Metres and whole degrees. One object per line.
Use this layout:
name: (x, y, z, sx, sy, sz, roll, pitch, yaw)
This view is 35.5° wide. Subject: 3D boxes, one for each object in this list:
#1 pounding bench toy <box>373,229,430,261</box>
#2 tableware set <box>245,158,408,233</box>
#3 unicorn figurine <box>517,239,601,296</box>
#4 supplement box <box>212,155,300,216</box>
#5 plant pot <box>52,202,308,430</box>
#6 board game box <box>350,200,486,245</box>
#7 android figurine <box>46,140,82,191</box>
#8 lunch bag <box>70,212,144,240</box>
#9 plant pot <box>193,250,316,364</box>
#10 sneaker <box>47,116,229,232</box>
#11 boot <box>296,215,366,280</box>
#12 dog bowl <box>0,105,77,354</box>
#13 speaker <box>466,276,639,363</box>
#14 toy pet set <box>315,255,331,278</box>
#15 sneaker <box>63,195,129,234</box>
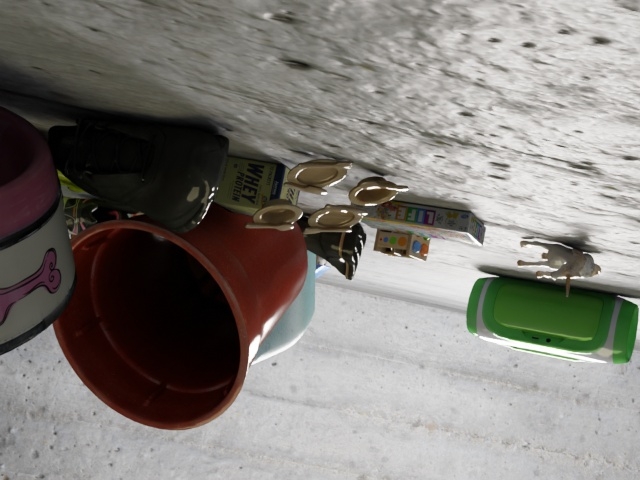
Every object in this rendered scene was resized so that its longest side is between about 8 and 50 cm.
pounding bench toy: (0.125, 0.000, 1.388, 0.065, 0.052, 0.083, 7, 173, 34)
tableware set: (0.007, -0.043, 1.098, 0.141, 0.020, 0.168, 6, 153, -29)
unicorn figurine: (0.318, 0.030, 1.320, 0.111, 0.060, 0.162, 6, -172, 43)
supplement box: (-0.076, -0.060, 1.181, 0.083, 0.056, 0.083, 10, 174, 15)
plant pot: (-0.156, 0.057, 1.287, 0.272, 0.273, 0.265, 10, -156, 21)
board game box: (0.124, -0.025, 1.269, 0.154, 0.026, 0.103, 9, 175, 21)
android figurine: (-0.320, -0.092, 1.398, 0.248, 0.056, 0.272, 17, 174, -40)
lunch bag: (-0.339, -0.004, 2.058, 0.258, 0.120, 0.293, 3, 172, 36)
plant pot: (-0.141, 0.073, 1.793, 0.247, 0.248, 0.252, 7, -171, 38)
sneaker: (-0.203, -0.078, 1.053, 0.130, 0.109, 0.286, 23, 167, -36)
boot: (0.000, 0.000, 1.626, 0.137, 0.077, 0.198, 15, 162, 8)
dog bowl: (-0.442, -0.034, 0.982, 0.407, 0.150, 0.408, 10, -154, -5)
speaker: (0.428, 0.146, 1.853, 0.296, 0.131, 0.131, 9, 174, 25)
toy pet set: (-0.035, 0.039, 2.058, 0.122, 0.065, 0.114, 10, 174, 24)
sneaker: (-0.319, -0.026, 1.462, 0.077, 0.072, 0.178, 2, 180, 18)
